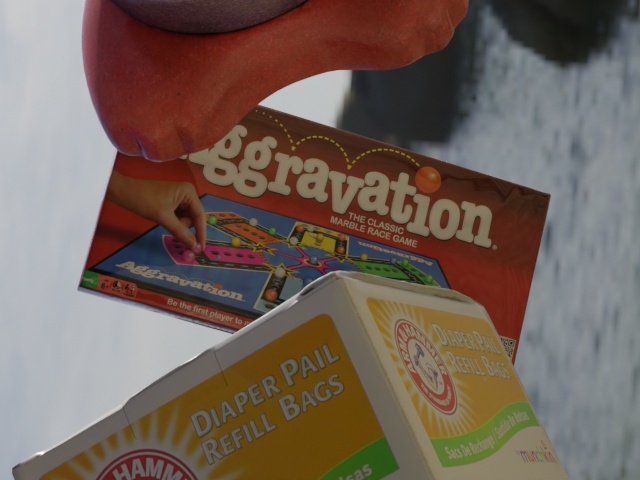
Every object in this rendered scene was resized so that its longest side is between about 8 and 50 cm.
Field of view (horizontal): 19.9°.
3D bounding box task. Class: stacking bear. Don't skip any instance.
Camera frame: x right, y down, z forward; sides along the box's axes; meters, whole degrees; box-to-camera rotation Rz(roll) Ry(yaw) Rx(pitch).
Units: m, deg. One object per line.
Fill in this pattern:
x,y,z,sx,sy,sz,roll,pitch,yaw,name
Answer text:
-0.065,-0.197,0.732,0.289,0.175,0.164,66,-178,-52,stacking bear

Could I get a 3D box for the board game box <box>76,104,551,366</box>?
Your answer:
0.000,0.000,1.158,0.027,0.281,0.145,144,141,-73,board game box

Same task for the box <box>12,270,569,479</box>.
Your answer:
0.022,0.124,0.478,0.103,0.114,0.203,13,-130,-63,box
